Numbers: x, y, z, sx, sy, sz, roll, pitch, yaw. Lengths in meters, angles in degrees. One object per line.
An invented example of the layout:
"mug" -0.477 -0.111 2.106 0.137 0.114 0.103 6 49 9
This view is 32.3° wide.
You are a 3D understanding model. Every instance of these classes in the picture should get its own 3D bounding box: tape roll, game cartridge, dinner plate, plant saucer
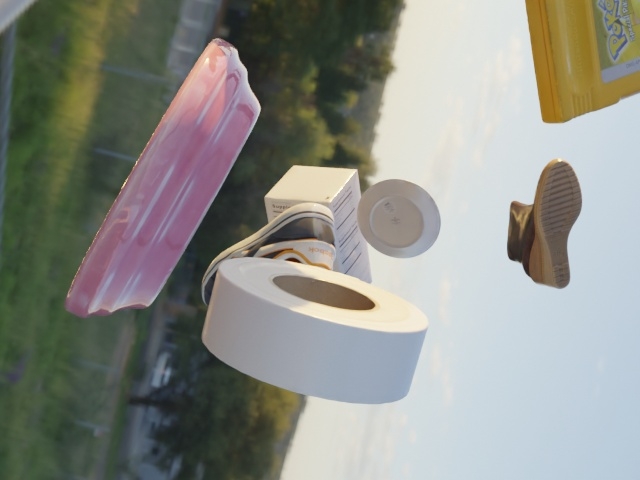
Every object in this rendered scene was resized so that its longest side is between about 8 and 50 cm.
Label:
"tape roll" -0.007 0.111 1.437 0.286 0.286 0.100 -74 179 -80
"game cartridge" 0.413 -0.340 1.574 0.323 0.052 0.285 -23 108 -37
"dinner plate" 0.125 -0.032 1.801 0.017 0.141 0.141 -53 160 -61
"plant saucer" -0.159 -0.055 1.185 0.332 0.084 0.332 -59 -172 14

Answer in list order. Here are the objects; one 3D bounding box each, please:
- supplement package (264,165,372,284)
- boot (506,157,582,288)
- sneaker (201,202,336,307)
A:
"supplement package" 0.000 0.000 2.050 0.134 0.139 0.244 -52 141 -51
"boot" 0.389 -0.046 2.014 0.207 0.090 0.249 -133 -142 -66
"sneaker" -0.095 0.067 1.850 0.321 0.126 0.128 -39 -136 40
